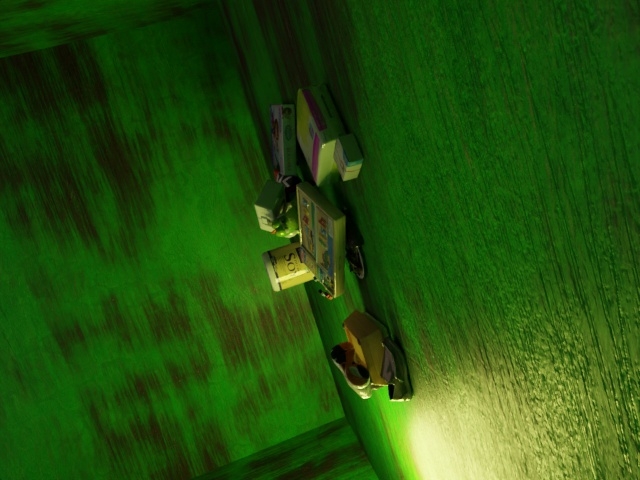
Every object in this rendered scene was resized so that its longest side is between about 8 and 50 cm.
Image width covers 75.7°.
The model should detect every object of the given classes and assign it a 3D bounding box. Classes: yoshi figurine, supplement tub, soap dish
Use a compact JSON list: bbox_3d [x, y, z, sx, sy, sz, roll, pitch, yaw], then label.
[{"bbox_3d":[-0.088,-0.103,1.928,0.362,0.203,0.203,-34,-31,-64],"label":"yoshi figurine"},{"bbox_3d":[-0.148,0.134,2.374,0.241,0.331,0.241,161,90,-81],"label":"supplement tub"},{"bbox_3d":[0.192,0.420,1.630,0.291,0.118,0.229,-159,52,-76],"label":"soap dish"}]

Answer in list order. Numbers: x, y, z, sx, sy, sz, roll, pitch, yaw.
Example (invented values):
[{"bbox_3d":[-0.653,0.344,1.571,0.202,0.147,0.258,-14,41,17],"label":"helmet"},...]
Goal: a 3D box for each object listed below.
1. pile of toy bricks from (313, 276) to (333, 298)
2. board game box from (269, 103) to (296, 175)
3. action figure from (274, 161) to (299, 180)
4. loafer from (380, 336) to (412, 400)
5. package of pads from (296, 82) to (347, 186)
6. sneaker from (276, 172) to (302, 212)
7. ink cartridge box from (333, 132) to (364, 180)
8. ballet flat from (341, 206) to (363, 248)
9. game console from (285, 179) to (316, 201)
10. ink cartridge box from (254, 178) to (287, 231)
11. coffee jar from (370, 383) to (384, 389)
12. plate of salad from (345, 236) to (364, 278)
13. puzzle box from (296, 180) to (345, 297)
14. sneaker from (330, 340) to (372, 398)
[{"bbox_3d":[0.050,0.242,2.202,0.105,0.118,0.212,39,-177,-38],"label":"pile of toy bricks"},{"bbox_3d":[-0.185,-0.497,2.006,0.318,0.065,0.319,-135,41,-67],"label":"board game box"},{"bbox_3d":[-0.167,-0.398,2.288,0.280,0.139,0.092,-29,76,58],"label":"action figure"},{"bbox_3d":[0.254,0.460,1.442,0.094,0.087,0.251,-152,45,-76],"label":"loafer"},{"bbox_3d":[-0.004,-0.346,1.376,0.296,0.101,0.229,101,149,-70],"label":"package of pads"},{"bbox_3d":[-0.140,-0.230,2.055,0.153,0.094,0.235,6,95,45],"label":"sneaker"},{"bbox_3d":[0.082,-0.245,1.226,0.122,0.052,0.089,100,150,-73],"label":"ink cartridge box"},{"bbox_3d":[0.110,-0.046,1.488,0.057,0.049,0.173,94,162,-63],"label":"ballet flat"},{"bbox_3d":[-0.092,-0.227,1.960,0.124,0.144,0.085,-131,24,-66],"label":"game console"},{"bbox_3d":[-0.229,-0.157,1.940,0.212,0.093,0.154,94,-164,-62],"label":"ink cartridge box"},{"bbox_3d":[0.224,0.574,1.843,0.096,0.079,0.184,109,143,-69],"label":"coffee jar"},{"bbox_3d":[0.119,0.055,1.582,0.200,0.048,0.200,162,90,-80],"label":"plate of salad"},{"bbox_3d":[0.000,0.000,1.625,0.272,0.052,0.409,46,149,41],"label":"puzzle box"},{"bbox_3d":[0.117,0.498,1.572,0.262,0.099,0.121,-126,16,-62],"label":"sneaker"}]
